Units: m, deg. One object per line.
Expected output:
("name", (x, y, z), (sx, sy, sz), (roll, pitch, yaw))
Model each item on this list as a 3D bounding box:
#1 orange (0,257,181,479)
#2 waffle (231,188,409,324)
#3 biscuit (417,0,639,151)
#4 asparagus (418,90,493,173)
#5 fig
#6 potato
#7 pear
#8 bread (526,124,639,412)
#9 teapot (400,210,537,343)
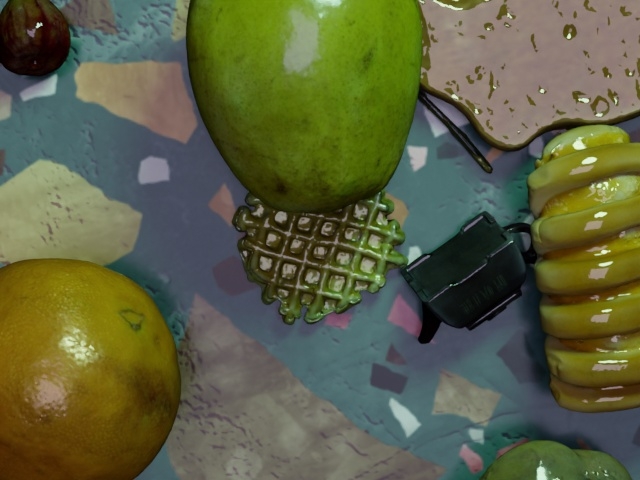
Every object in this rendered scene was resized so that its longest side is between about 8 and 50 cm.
("orange", (-0.271, 0.144, 1.697), (0.261, 0.261, 0.261), (0, 91, -1))
("waffle", (0.000, 0.000, 1.807), (0.183, 0.036, 0.169), (-25, 94, 1))
("biscuit", (0.242, -0.299, 1.792), (0.365, 0.062, 0.385), (-24, 92, 1))
("asparagus", (0.136, -0.136, 1.818), (0.016, 0.013, 0.166), (-44, 92, -11))
("fig", (-0.321, -0.245, 1.785), (0.088, 0.089, 0.125), (-11, 64, -1))
("potato", (0.222, 0.350, 1.767), (0.191, 0.141, 0.296), (31, 90, -18))
("pear", (-0.015, -0.186, 1.699), (0.252, 0.253, 0.307), (-11, 98, -1))
("bread", (0.313, 0.031, 1.750), (0.172, 0.121, 0.311), (-13, 98, -23))
("teapot", (0.172, 0.049, 1.791), (0.177, 0.087, 0.096), (-37, 119, 0))
